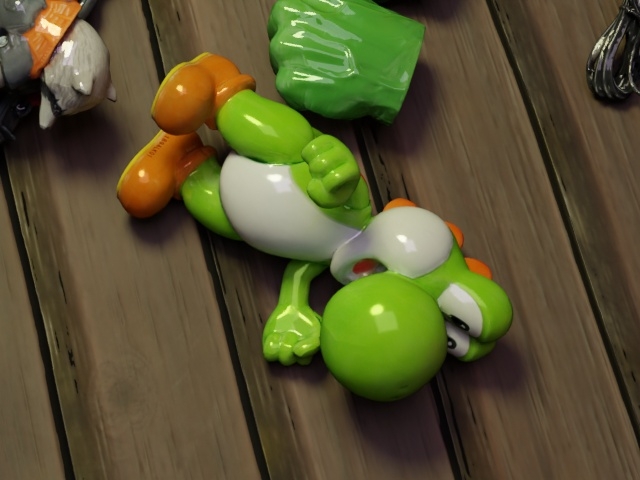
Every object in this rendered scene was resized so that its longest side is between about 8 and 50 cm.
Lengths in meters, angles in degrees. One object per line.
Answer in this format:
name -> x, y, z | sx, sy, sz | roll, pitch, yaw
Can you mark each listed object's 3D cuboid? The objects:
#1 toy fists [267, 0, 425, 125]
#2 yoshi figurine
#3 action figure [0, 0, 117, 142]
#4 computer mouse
toy fists -> 0.033, -0.239, 1.455 | 0.142, 0.096, 0.279 | 21, 68, -7
yoshi figurine -> -0.009, 0.008, 1.318 | 0.362, 0.203, 0.203 | 34, 87, 6
action figure -> -0.346, -0.172, 1.358 | 0.330, 0.178, 0.341 | 19, 71, 6
computer mouse -> 0.410, -0.188, 1.464 | 0.272, 0.072, 0.188 | 21, 99, 7
